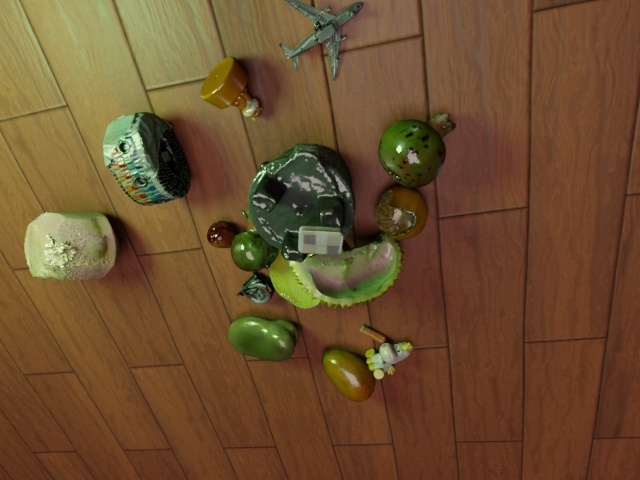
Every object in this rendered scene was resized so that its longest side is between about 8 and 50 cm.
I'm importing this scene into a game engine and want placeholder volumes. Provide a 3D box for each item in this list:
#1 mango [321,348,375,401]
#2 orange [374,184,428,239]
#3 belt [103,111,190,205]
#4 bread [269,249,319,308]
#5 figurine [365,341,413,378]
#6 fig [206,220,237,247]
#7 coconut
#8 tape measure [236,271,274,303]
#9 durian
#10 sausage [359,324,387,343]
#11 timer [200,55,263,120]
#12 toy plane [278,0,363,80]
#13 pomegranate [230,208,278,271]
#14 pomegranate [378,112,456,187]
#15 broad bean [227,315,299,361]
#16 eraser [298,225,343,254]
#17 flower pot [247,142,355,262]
[{"bbox_3d":[0.102,0.472,1.557,0.151,0.120,0.221,-30,102,35],"label":"mango"},{"bbox_3d":[0.226,-0.075,1.232,0.156,0.134,0.157,0,109,0],"label":"orange"},{"bbox_3d":[-0.472,-0.221,1.202,0.149,0.207,0.258,-13,124,12],"label":"belt"},{"bbox_3d":[-0.063,0.103,1.384,0.228,0.033,0.229,8,107,26],"label":"bread"},{"bbox_3d":[0.243,0.401,1.527,0.129,0.109,0.178,18,124,-33],"label":"figurine"},{"bbox_3d":[-0.292,-0.005,1.379,0.088,0.089,0.125,-29,134,21],"label":"fig"},{"bbox_3d":[-0.751,0.023,1.366,0.233,0.245,0.233,3,94,41],"label":"coconut"},{"bbox_3d":[-0.206,0.179,1.414,0.107,0.180,0.104,39,100,-13],"label":"tape measure"},{"bbox_3d":[0.091,0.085,1.245,0.351,0.158,0.169,-16,124,-24],"label":"durian"},{"bbox_3d":[0.186,0.327,1.517,0.107,0.031,0.031,27,119,-7],"label":"sausage"},{"bbox_3d":[-0.213,-0.375,1.146,0.132,0.132,0.152,-34,133,23],"label":"timer"},{"bbox_3d":[0.006,-0.503,1.065,0.226,0.058,0.226,-25,129,20],"label":"toy plane"},{"bbox_3d":[-0.195,-0.001,1.331,0.131,0.152,0.191,8,99,12],"label":"pomegranate"},{"bbox_3d":[0.248,-0.235,1.136,0.179,0.210,0.179,31,142,28],"label":"pomegranate"},{"bbox_3d":[-0.199,0.343,1.544,0.263,0.121,0.189,6,125,21],"label":"broad bean"},{"bbox_3d":[0.000,0.000,1.051,0.105,0.026,0.065,4,119,-2],"label":"eraser"},{"bbox_3d":[-0.046,-0.121,1.156,0.298,0.283,0.299,4,120,7],"label":"flower pot"}]
